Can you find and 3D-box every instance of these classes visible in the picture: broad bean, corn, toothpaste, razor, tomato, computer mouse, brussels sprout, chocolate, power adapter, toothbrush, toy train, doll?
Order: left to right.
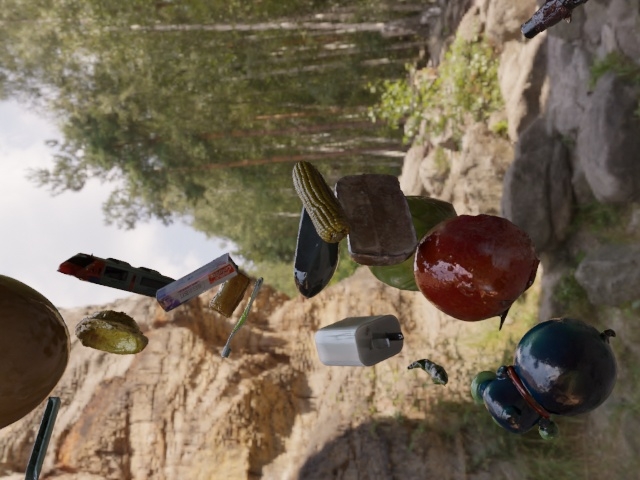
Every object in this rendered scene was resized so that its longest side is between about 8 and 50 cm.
[{"bbox_3d":[-0.638,0.473,1.511,0.278,0.111,0.056,-96,9,-56],"label":"razor"},{"bbox_3d":[-0.574,0.102,1.925,0.409,0.086,0.089,29,-103,-60],"label":"toy train"},{"bbox_3d":[-0.280,0.096,1.507,0.047,0.196,0.040,58,-170,-26],"label":"toothpaste"},{"bbox_3d":[-0.232,0.228,1.982,0.026,0.022,0.263,31,-100,-46],"label":"toothbrush"},{"bbox_3d":[-0.001,-0.091,1.536,0.080,0.080,0.231,69,175,-55],"label":"corn"},{"bbox_3d":[0.003,0.001,1.966,0.203,0.114,0.374,75,-162,-55],"label":"computer mouse"},{"bbox_3d":[0.134,0.294,1.953,0.187,0.255,0.124,-17,-86,-40],"label":"power adapter"},{"bbox_3d":[0.136,-0.049,1.706,0.100,0.185,0.303,94,170,-49],"label":"chocolate"},{"bbox_3d":[0.274,-0.002,2.032,0.247,0.327,0.328,-77,-20,-53],"label":"brussels sprout"},{"bbox_3d":[0.331,0.387,1.969,0.046,0.061,0.195,60,160,-19],"label":"broad bean"},{"bbox_3d":[0.370,0.074,1.612,0.170,0.308,0.309,-45,-48,-75],"label":"tomato"},{"bbox_3d":[0.473,0.286,1.373,0.198,0.322,0.186,44,-166,2],"label":"doll"}]

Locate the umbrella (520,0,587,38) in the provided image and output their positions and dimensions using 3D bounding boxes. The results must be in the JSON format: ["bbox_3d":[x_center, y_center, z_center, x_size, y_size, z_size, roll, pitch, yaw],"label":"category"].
[{"bbox_3d":[0.705,-0.690,1.932,0.326,0.094,0.090,-31,63,56],"label":"umbrella"}]

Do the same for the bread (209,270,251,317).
[{"bbox_3d":[-0.248,0.146,1.837,0.132,0.074,0.053,-62,2,-11],"label":"bread"}]

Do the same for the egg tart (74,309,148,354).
[{"bbox_3d":[-0.603,0.263,1.932,0.213,0.212,0.090,68,-157,-56],"label":"egg tart"}]

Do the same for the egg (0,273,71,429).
[{"bbox_3d":[-0.629,0.196,1.151,0.301,0.373,0.301,166,90,-87],"label":"egg"}]
